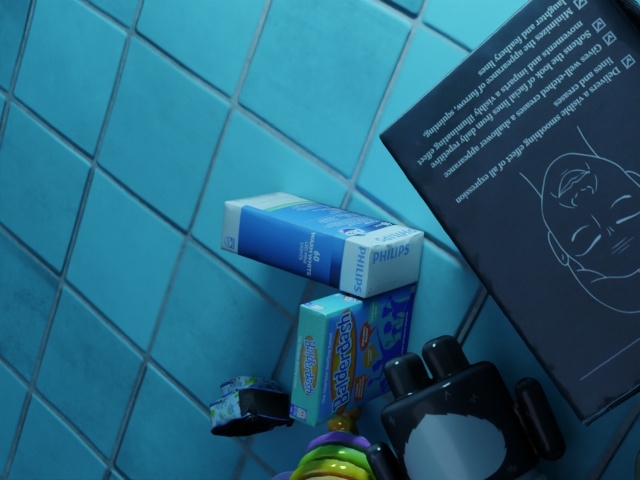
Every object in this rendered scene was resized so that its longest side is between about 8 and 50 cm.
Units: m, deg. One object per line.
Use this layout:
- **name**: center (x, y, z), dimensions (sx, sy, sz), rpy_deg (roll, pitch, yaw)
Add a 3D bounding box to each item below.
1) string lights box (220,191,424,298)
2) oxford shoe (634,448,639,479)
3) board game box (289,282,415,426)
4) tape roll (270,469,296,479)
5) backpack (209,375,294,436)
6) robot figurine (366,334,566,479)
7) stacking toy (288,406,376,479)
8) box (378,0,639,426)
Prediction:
- **string lights box**: center (0.000, 0.000, 1.559), dimensions (0.260, 0.133, 0.076), rpy_deg (18, 109, 35)
- **oxford shoe**: center (0.406, 0.425, 1.326), dimensions (0.146, 0.140, 0.397), rpy_deg (-5, 94, 46)
- **board game box**: center (0.046, 0.146, 1.503), dimensions (0.047, 0.210, 0.160), rpy_deg (18, 110, 35)
- **tape roll**: center (-0.009, 0.438, 1.665), dimensions (0.189, 0.080, 0.189), rpy_deg (-3, 86, 47)
- **backpack**: center (-0.115, 0.260, 1.728), dimensions (0.114, 0.105, 0.084), rpy_deg (-30, 58, 39)
- **robot figurine**: center (0.184, 0.265, 1.440), dimensions (0.209, 0.173, 0.278), rpy_deg (-37, 75, 56)
- **stacking toy**: center (0.022, 0.331, 1.548), dimensions (0.166, 0.302, 0.175), rpy_deg (21, 131, -8)
- **box**: center (0.314, -0.052, 1.219), dimensions (0.293, 0.212, 0.395), rpy_deg (-40, 73, 24)
